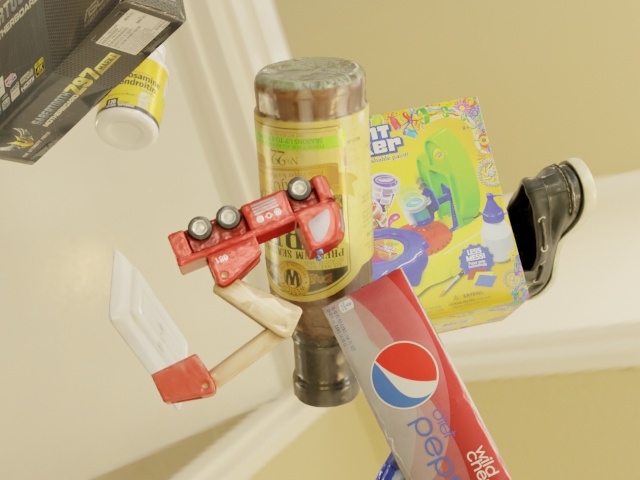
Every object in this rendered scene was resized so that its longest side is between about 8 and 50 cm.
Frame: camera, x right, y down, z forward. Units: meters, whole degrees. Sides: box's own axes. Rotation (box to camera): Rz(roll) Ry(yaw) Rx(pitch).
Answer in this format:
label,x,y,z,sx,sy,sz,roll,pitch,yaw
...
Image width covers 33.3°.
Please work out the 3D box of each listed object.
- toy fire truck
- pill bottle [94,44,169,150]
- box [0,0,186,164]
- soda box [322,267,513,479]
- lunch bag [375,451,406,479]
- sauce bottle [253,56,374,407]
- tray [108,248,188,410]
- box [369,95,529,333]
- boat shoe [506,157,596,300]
label,x,y,z,sx,sy,sz,roll,pitch,yaw
toy fire truck,-0.058,0.040,0.864,0.192,0.135,0.047,-22,171,-8
pill bottle,-0.303,-0.245,1.747,0.103,0.103,0.184,-13,-127,24
box,-0.203,-0.193,0.838,0.059,0.183,0.233,11,149,-42
soda box,0.099,0.162,0.949,0.083,0.263,0.092,-28,161,2
lunch bag,0.229,0.511,1.652,0.239,0.328,0.385,-36,-158,21
sauce bottle,0.000,0.000,1.045,0.111,0.344,0.111,-4,-158,2
tray,-0.268,0.145,1.726,0.030,0.270,0.145,-14,-133,10
box,0.089,-0.011,1.430,0.290,0.279,0.177,-12,167,-5
boat shoe,0.310,-0.001,1.641,0.113,0.127,0.340,-13,157,-16
